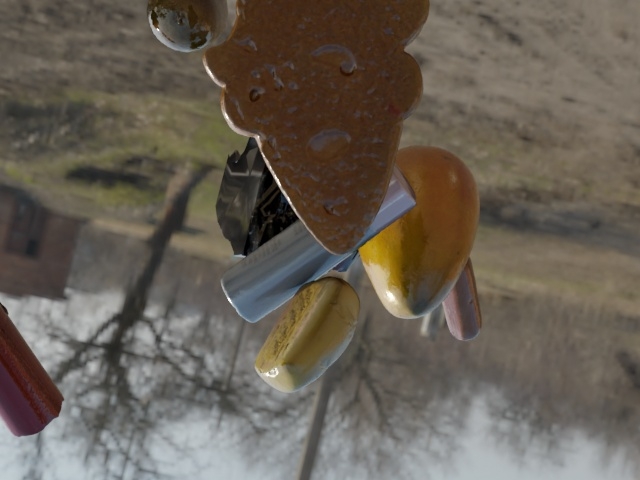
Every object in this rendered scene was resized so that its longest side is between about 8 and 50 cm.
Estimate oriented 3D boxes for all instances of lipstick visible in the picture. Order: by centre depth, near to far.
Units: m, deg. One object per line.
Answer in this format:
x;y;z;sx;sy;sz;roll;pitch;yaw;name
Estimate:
-0.358;0.088;1.289;0.073;0.073;0.280;12;138;39;lipstick

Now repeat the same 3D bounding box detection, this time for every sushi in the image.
-0.022;-0.035;1.378;0.150;0.153;0.172;16;172;-18;sushi

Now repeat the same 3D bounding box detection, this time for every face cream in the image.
0.000;0.000;1.172;0.057;0.198;0.084;53;-169;-14;face cream

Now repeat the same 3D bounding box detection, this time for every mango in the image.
0.101;-0.008;1.281;0.112;0.219;0.145;29;128;-23;mango

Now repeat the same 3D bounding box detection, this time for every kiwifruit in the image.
-0.126;-0.217;1.182;0.075;0.075;0.124;14;-163;-2;kiwifruit

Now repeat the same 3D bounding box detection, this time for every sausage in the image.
0.163;0.066;1.459;0.041;0.039;0.131;22;144;37;sausage

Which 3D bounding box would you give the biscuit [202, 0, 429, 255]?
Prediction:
0.002;-0.128;0.981;0.183;0.280;0.043;-9;-174;3;biscuit

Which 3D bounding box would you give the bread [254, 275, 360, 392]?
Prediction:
-0.006;0.088;1.118;0.056;0.115;0.082;41;152;-20;bread
